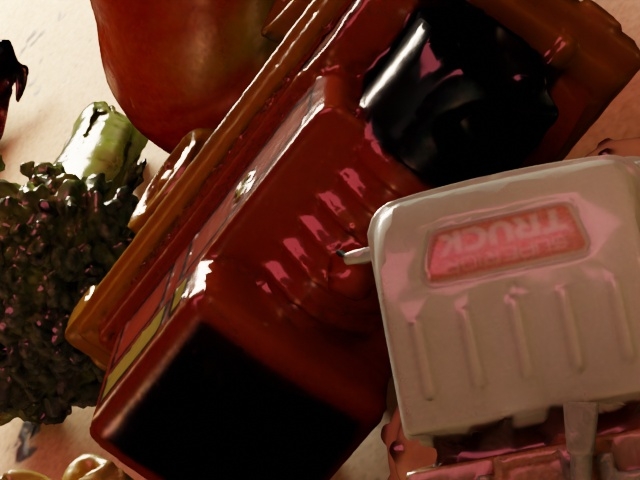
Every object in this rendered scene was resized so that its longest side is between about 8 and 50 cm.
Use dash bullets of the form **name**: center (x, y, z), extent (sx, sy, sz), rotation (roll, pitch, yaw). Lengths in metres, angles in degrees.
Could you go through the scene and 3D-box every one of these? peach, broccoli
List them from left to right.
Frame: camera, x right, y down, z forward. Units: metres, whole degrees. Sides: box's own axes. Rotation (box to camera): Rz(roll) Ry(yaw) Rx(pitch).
- **broccoli**: center (-0.174, 0.026, 1.247), extent (0.275, 0.177, 0.198), rotation (-72, -5, -74)
- **peach**: center (-0.041, -0.166, 1.161), extent (0.245, 0.249, 0.275), rotation (-65, 20, 7)

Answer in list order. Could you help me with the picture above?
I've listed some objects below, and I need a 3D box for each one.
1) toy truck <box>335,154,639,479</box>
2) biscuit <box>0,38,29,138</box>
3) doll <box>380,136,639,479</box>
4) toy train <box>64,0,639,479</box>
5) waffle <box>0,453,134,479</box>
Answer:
- **toy truck**: center (0.099, 0.118, 0.690), extent (0.136, 0.162, 0.305), rotation (-12, 82, 13)
- **biscuit**: center (-0.323, -0.058, 1.506), extent (0.151, 0.063, 0.235), rotation (-15, 45, 38)
- **doll**: center (0.131, 0.041, 0.852), extent (0.278, 0.119, 0.154), rotation (-55, 14, 3)
- **toy train**: center (0.000, 0.000, 0.956), extent (0.369, 0.163, 0.231), rotation (-51, 15, 23)
- **waffle**: center (-0.107, 0.233, 0.929), extent (0.253, 0.056, 0.249), rotation (29, 121, 37)
